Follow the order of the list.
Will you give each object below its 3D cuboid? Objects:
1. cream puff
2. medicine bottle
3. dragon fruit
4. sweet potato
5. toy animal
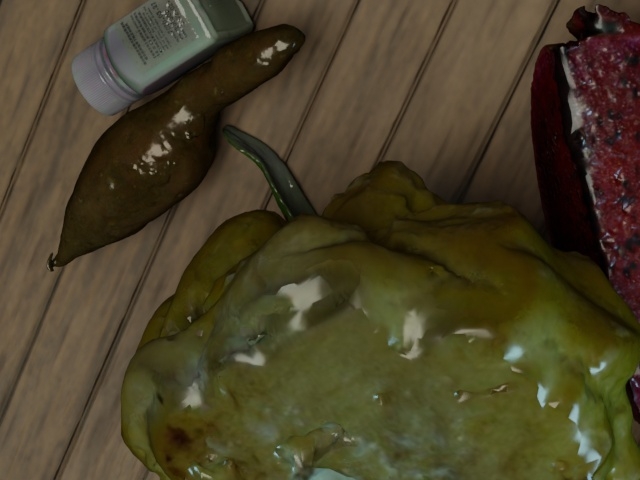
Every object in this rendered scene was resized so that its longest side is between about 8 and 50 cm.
[{"bbox_3d":[0.048,0.081,1.209,0.291,0.257,0.324,40,122,-18],"label":"cream puff"},{"bbox_3d":[-0.114,-0.137,1.343,0.118,0.074,0.055,-30,92,25],"label":"medicine bottle"},{"bbox_3d":[0.212,-0.032,1.215,0.189,0.163,0.261,3,112,55],"label":"dragon fruit"},{"bbox_3d":[-0.104,-0.073,1.354,0.269,0.075,0.074,-42,87,28],"label":"sweet potato"},{"bbox_3d":[0.013,-0.007,1.347,0.075,0.041,0.217,-35,85,30],"label":"toy animal"}]
